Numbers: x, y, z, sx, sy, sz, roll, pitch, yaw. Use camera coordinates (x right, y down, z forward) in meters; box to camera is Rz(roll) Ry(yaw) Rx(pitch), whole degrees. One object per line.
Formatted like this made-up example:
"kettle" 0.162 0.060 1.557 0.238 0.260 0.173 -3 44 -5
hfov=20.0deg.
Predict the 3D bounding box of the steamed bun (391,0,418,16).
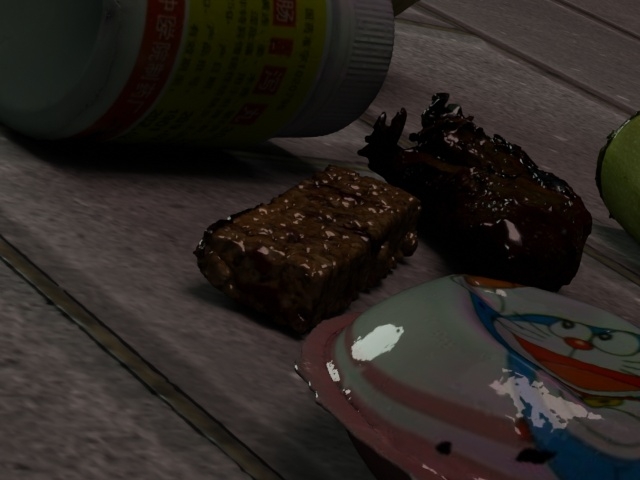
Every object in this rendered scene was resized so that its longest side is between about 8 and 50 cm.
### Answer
"steamed bun" -0.048 -0.227 1.344 0.273 0.166 0.232 27 5 9

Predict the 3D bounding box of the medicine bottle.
"medicine bottle" -0.075 -0.120 0.987 0.139 0.139 0.225 31 19 35

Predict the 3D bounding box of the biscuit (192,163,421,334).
"biscuit" 0.000 0.000 0.867 0.064 0.034 0.199 22 17 12

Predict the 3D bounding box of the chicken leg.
"chicken leg" 0.090 -0.023 0.995 0.105 0.063 0.234 6 21 -24

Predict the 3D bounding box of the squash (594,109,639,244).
"squash" 0.244 0.003 1.078 0.094 0.094 0.224 13 24 -20

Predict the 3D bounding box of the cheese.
"cheese" 0.079 0.080 0.624 0.188 0.074 0.286 17 17 -2
